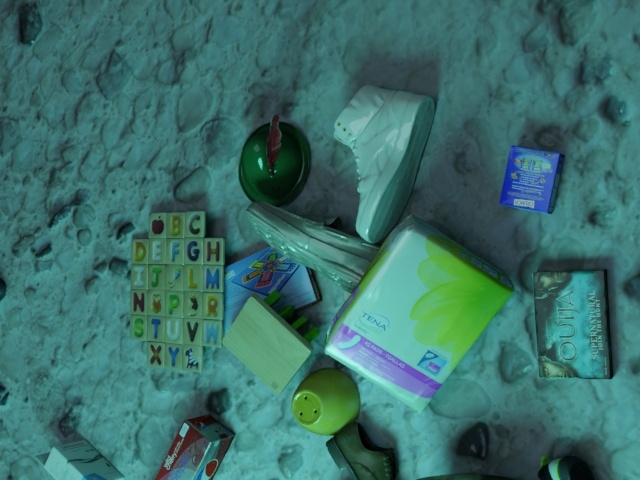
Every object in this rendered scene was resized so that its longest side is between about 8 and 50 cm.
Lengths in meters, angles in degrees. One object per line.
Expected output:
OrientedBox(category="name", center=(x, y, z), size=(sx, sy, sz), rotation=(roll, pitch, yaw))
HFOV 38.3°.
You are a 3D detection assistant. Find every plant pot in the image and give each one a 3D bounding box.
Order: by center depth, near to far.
OrientedBox(category="plant pot", center=(-0.004, 0.317, 1.786), size=(0.134, 0.095, 0.134), rotation=(-1, 87, 29))

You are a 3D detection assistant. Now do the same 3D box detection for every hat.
OrientedBox(category="hat", center=(-0.135, -0.170, 1.824), size=(0.173, 0.183, 0.208), rotation=(29, 102, 27))

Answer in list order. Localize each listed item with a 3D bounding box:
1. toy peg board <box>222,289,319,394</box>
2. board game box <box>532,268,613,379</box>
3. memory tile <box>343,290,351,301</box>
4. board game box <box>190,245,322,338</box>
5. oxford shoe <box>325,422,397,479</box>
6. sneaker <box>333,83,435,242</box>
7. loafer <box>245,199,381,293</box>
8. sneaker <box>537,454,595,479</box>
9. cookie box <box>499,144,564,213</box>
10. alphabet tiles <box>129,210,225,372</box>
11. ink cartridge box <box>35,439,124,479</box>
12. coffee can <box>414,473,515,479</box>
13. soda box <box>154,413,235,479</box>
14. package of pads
OrientedBox(category="toy peg board", center=(-0.090, 0.194, 1.842), size=(0.161, 0.079, 0.161), rotation=(42, 131, 10))
OrientedBox(category="board game box", center=(0.432, 0.145, 1.585), size=(0.126, 0.026, 0.186), rotation=(-5, 86, 29))
OrientedBox(category="memory tile", center=(0.116, 0.132, 1.772), size=(0.148, 0.012, 0.113), rotation=(-12, 82, 29))
OrientedBox(category="board game box", center=(-0.137, 0.106, 1.907), size=(0.281, 0.027, 0.145), rotation=(-25, 78, 27))
OrientedBox(category="oxford shoe", center=(0.111, 0.441, 1.728), size=(0.096, 0.083, 0.227), rotation=(-42, 73, 11))
OrientedBox(category="sneaker", center=(0.092, -0.151, 1.749), size=(0.169, 0.108, 0.292), rotation=(20, 88, 30))
OrientedBox(category="loafer", center=(0.000, 0.000, 1.786), size=(0.319, 0.112, 0.111), rotation=(30, 73, 17))
OrientedBox(category="sneaker", center=(0.434, 0.475, 1.560), size=(0.097, 0.084, 0.235), rotation=(-28, 73, 51))
OrientedBox(category="cookie box", center=(0.371, -0.106, 1.619), size=(0.092, 0.040, 0.107), rotation=(14, 95, 29))
OrientedBox(category="alphabet tiles", center=(-0.314, 0.108, 1.992), size=(0.285, 0.011, 0.342), rotation=(0, 88, 38))
OrientedBox(category="ink cartridge box", center=(-0.545, 0.511, 2.080), size=(0.180, 0.104, 0.060), rotation=(35, 105, 25))
OrientedBox(category="coffee can", center=(0.250, 0.556, 1.574), size=(0.201, 0.201, 0.275), rotation=(-4, 86, 29))
OrientedBox(category="soda box", center=(-0.286, 0.500, 1.941), size=(0.083, 0.092, 0.263), rotation=(34, 104, 25))
OrientedBox(category="package of pads", center=(0.165, 0.127, 1.646), size=(0.229, 0.101, 0.296), rotation=(33, 105, -5))
